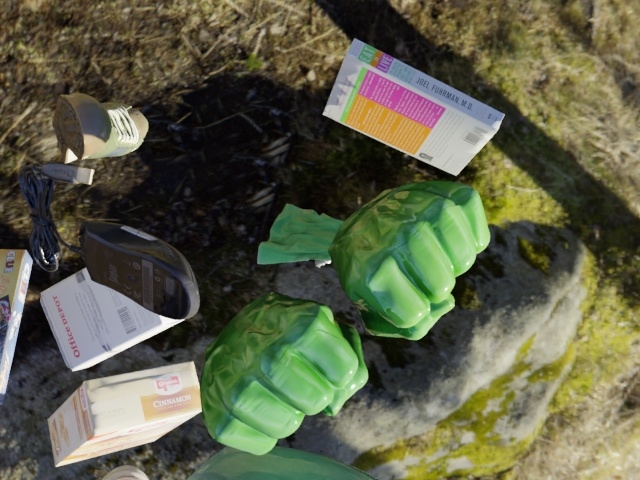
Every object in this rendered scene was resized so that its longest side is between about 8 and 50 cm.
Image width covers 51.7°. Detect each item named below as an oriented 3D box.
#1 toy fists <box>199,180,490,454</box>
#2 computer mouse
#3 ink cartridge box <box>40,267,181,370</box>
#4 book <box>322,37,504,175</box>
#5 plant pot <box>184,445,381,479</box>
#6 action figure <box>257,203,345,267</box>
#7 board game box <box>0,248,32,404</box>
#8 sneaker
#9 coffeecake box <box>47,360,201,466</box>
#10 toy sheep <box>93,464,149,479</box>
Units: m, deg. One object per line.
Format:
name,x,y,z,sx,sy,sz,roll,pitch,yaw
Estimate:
toy fists,0.018,0.056,0.530,0.279,0.142,0.096,-40,96,-6
computer mouse,-0.254,-0.012,0.821,0.060,0.261,0.184,-53,155,-48
ink cartridge box,-0.378,0.120,1.200,0.159,0.217,0.092,66,15,6
book,0.081,-0.118,0.601,0.144,0.096,0.035,27,70,-2
plant pot,-0.054,0.298,0.585,0.195,0.290,0.290,42,63,15
action figure,0.000,0.000,1.214,0.063,0.232,0.137,39,65,-44
board game box,-0.551,0.127,1.008,0.164,0.042,0.243,2,61,-5
sneaker,-0.218,-0.119,0.674,0.086,0.192,0.064,-18,99,-25
coffeecake box,-0.257,0.226,0.858,0.142,0.185,0.068,-4,66,-37
toy sheep,-0.291,0.378,0.969,0.091,0.132,0.091,-7,110,-19
